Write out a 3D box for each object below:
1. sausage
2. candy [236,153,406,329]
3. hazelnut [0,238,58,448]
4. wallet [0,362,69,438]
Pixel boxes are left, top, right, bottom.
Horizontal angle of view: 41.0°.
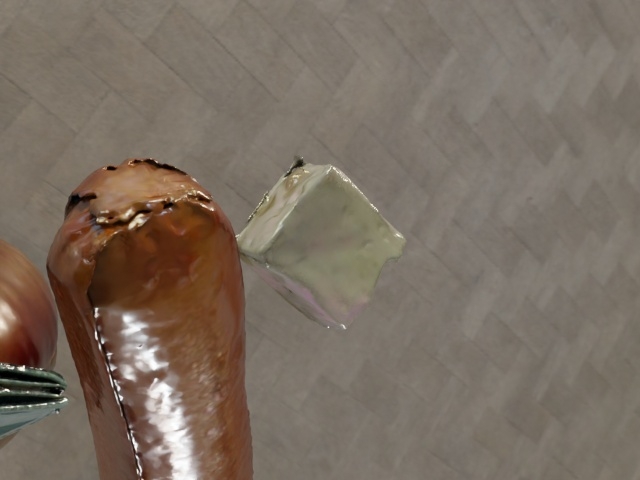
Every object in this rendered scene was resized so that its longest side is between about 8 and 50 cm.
[{"bbox_3d":[-0.092,0.085,0.509,0.102,0.102,0.330,-30,145,-28],"label":"sausage"},{"bbox_3d":[0.000,0.000,1.184,0.195,0.137,0.185,44,72,-20],"label":"candy"},{"bbox_3d":[-0.526,0.147,1.137,0.359,0.409,0.359,-2,115,-5],"label":"hazelnut"},{"bbox_3d":[-0.383,0.154,0.658,0.290,0.251,0.054,18,51,-62],"label":"wallet"}]
